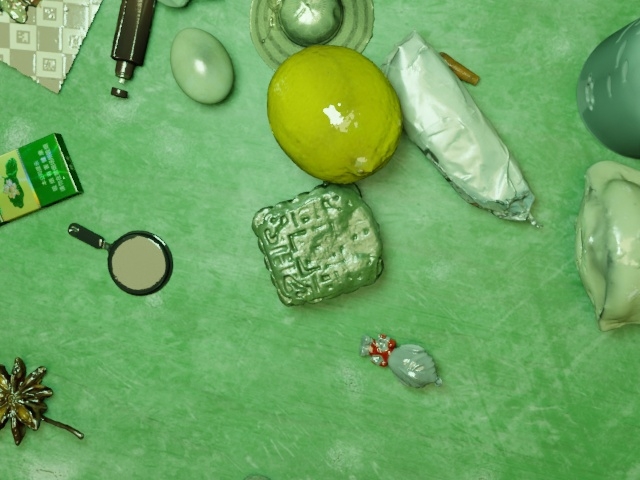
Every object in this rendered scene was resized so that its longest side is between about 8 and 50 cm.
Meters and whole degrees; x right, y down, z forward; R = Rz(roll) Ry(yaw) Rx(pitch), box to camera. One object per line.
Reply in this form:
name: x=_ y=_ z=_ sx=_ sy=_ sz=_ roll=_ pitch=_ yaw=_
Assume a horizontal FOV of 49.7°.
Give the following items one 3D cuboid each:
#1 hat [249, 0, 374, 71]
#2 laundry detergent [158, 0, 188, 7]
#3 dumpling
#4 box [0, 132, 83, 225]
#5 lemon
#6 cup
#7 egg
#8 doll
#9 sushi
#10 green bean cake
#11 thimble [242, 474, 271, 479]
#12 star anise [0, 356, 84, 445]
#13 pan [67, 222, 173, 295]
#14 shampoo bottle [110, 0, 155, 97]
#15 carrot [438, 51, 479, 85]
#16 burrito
hat: x=-0.022 y=-0.427 z=1.297 sx=0.252 sy=0.110 sz=0.252 roll=0 pitch=94 yaw=4
laundry detergent: x=-0.204 y=-0.554 z=1.307 sx=0.290 sy=0.094 sz=0.143 roll=-45 pitch=120 yaw=9
dumpling: x=0.583 y=0.010 z=1.243 sx=0.242 sy=0.187 sz=0.318 roll=-1 pitch=92 yaw=8
box: x=-0.615 y=-0.116 z=1.409 sx=0.235 sy=0.034 sz=0.132 roll=-20 pitch=93 yaw=6
lemon: x=0.024 y=-0.228 z=1.244 sx=0.236 sy=0.236 sz=0.263 roll=-34 pitch=87 yaw=7
cup: x=0.630 y=-0.313 z=1.169 sx=0.259 sy=0.274 sz=0.357 roll=27 pitch=97 yaw=1
egg: x=-0.228 y=-0.334 z=1.319 sx=0.114 sy=0.114 sz=0.152 roll=-25 pitch=88 yaw=6
doll: x=0.159 y=0.237 z=1.358 sx=0.180 sy=0.079 sz=0.094 roll=24 pitch=111 yaw=15
sushi: x=-0.573 y=-0.485 z=1.369 sx=0.264 sy=0.050 sz=0.290 roll=29 pitch=94 yaw=-12
green bean cake: x=0.000 y=0.000 z=1.328 sx=0.227 sy=0.125 sz=0.223 roll=-20 pitch=94 yaw=1
thimble: x=-0.128 y=0.542 z=1.397 sx=0.102 sy=0.090 sz=0.115 roll=5 pitch=93 yaw=1
star anise: x=-0.614 y=0.355 z=1.424 sx=0.177 sy=0.073 sz=0.234 roll=-34 pitch=75 yaw=-1
pan: x=-0.414 y=0.026 z=1.407 sx=0.235 sy=0.028 sz=0.136 roll=26 pitch=96 yaw=2
shampoo bottle: x=-0.372 y=-0.398 z=1.352 sx=0.067 sy=0.068 sz=0.236 roll=14 pitch=94 yaw=4
carrot: x=0.259 y=-0.328 z=1.322 sx=0.093 sy=0.032 sz=0.032 roll=31 pitch=97 yaw=-3
burrito: x=0.262 y=-0.184 z=1.298 sx=0.139 sy=0.101 sz=0.445 roll=-37 pitch=91 yaw=5
